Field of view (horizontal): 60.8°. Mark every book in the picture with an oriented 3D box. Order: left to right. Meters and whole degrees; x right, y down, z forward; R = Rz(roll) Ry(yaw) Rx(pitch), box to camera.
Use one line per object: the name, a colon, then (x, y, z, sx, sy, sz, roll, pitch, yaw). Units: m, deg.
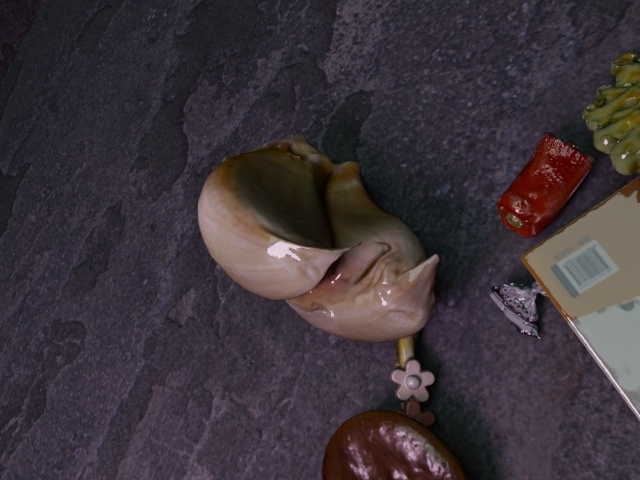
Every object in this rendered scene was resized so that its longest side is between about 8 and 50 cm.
book: (0.375, 0.077, 0.544, 0.207, 0.020, 0.296, -37, 67, 18)

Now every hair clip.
hair clip: (0.114, 0.217, 0.680, 0.062, 0.056, 0.214, -1, 67, -1)

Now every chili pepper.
chili pepper: (0.273, -0.065, 0.679, 0.123, 0.073, 0.070, -53, 10, 2)

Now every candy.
candy: (0.309, 0.037, 0.624, 0.226, 0.051, 0.094, -28, 61, 22)

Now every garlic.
garlic: (0.000, 0.000, 0.709, 0.249, 0.286, 0.313, -31, 41, 12)

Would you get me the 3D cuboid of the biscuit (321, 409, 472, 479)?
biscuit: (0.087, 0.302, 0.631, 0.212, 0.036, 0.212, 4, 97, 34)

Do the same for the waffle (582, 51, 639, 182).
waffle: (0.429, -0.170, 0.540, 0.317, 0.073, 0.297, -22, 22, 37)
